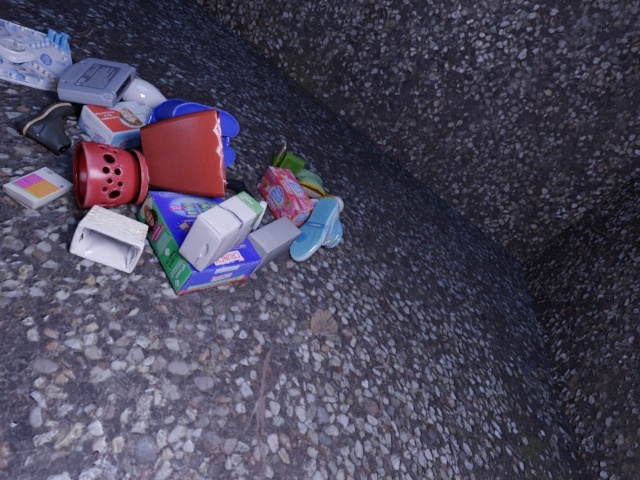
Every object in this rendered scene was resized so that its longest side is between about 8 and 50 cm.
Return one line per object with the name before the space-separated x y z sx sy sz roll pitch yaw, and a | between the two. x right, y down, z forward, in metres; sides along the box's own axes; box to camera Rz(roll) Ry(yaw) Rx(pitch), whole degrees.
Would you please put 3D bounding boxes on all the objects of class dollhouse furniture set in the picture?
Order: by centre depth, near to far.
dollhouse furniture set | -0.073 -0.339 2.012 0.301 0.151 0.198 24 35 -24

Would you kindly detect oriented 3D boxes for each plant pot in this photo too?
plant pot | -0.619 -0.190 1.220 0.174 0.191 0.191 -5 53 -43
plant pot | -0.442 -0.284 1.356 0.235 0.268 0.267 -6 16 -11

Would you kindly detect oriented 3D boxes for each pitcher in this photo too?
pitcher | -0.705 -0.577 1.697 0.207 0.126 0.177 24 11 -36

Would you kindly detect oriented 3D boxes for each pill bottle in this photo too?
pill bottle | 0.020 -0.149 1.912 0.118 0.118 0.208 49 32 13

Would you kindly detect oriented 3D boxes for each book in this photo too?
book | -0.788 -0.150 1.157 0.096 0.035 0.144 34 32 -5

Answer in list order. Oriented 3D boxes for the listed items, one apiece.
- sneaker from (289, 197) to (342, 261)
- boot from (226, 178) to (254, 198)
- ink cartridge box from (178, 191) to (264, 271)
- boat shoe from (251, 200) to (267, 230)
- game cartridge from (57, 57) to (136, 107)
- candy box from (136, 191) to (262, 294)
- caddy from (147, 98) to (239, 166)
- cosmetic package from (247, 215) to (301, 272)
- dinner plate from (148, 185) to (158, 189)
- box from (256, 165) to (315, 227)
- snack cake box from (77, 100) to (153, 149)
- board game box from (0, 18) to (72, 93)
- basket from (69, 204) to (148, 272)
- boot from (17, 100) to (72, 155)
sneaker | 0.000 0.000 1.714 0.127 0.208 0.319 19 60 28
boot | -0.334 -0.200 1.678 0.121 0.045 0.099 -5 56 -50
ink cartridge box | -0.281 -0.030 1.187 0.092 0.160 0.219 41 33 3
boat shoe | -0.261 -0.089 1.438 0.088 0.267 0.096 24 75 -19
game cartridge | -0.803 -0.568 1.476 0.197 0.062 0.297 4 42 -7
candy box | -0.384 -0.006 1.316 0.268 0.122 0.317 -7 54 -51
caddy | -0.481 -0.401 1.585 0.341 0.242 0.179 3 12 -45
cosmetic package | -0.185 0.010 1.499 0.107 0.127 0.238 43 30 4
dinner plate | -0.592 -0.226 1.465 0.141 0.017 0.141 27 36 -21
box | -0.148 -0.186 1.776 0.128 0.123 0.257 -2 52 -48
snack cake box | -0.712 -0.422 1.511 0.152 0.089 0.264 45 33 4
board game box | -1.103 -0.697 1.476 0.389 0.050 0.390 5 47 -43
basket | -0.572 -0.005 1.132 0.167 0.113 0.103 25 31 -22
boot | -0.837 -0.357 1.331 0.137 0.077 0.198 38 45 -13
